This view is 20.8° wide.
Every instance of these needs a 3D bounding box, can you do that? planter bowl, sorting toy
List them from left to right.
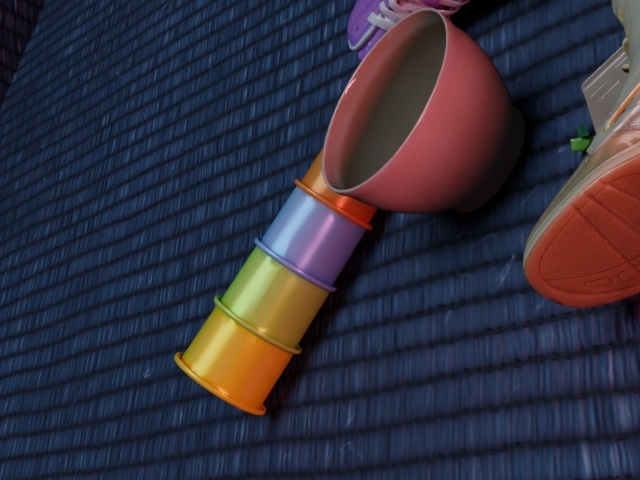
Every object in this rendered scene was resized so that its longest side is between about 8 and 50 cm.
[{"bbox_3d":[0.091,-0.086,1.370,0.162,0.109,0.162,-47,27,32],"label":"planter bowl"},{"bbox_3d":[0.209,-0.101,1.266,0.083,0.012,0.062,-45,33,27],"label":"sorting toy"}]

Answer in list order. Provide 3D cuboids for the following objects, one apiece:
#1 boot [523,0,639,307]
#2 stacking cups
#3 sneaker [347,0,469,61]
[{"bbox_3d":[0.217,-0.096,1.135,0.262,0.095,0.203,-49,27,21],"label":"boot"},{"bbox_3d":[0.000,0.000,1.514,0.316,0.096,0.096,-55,24,3],"label":"stacking cups"},{"bbox_3d":[0.100,-0.214,1.523,0.161,0.102,0.282,-66,13,0],"label":"sneaker"}]
